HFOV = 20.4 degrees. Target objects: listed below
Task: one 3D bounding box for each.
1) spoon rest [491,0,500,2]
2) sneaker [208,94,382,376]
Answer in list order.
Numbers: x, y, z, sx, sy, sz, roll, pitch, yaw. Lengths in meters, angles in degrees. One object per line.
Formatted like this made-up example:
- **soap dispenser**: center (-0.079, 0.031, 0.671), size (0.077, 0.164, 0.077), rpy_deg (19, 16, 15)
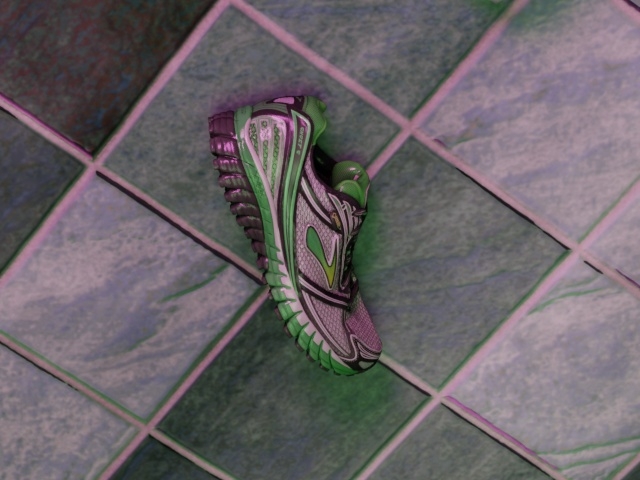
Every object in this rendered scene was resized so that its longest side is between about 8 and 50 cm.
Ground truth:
- **spoon rest**: center (0.235, -0.354, 1.789), size (0.137, 0.084, 0.276), rpy_deg (28, 114, -15)
- **sneaker**: center (0.000, 0.000, 1.956), size (0.146, 0.134, 0.343), rpy_deg (-19, 115, 8)
